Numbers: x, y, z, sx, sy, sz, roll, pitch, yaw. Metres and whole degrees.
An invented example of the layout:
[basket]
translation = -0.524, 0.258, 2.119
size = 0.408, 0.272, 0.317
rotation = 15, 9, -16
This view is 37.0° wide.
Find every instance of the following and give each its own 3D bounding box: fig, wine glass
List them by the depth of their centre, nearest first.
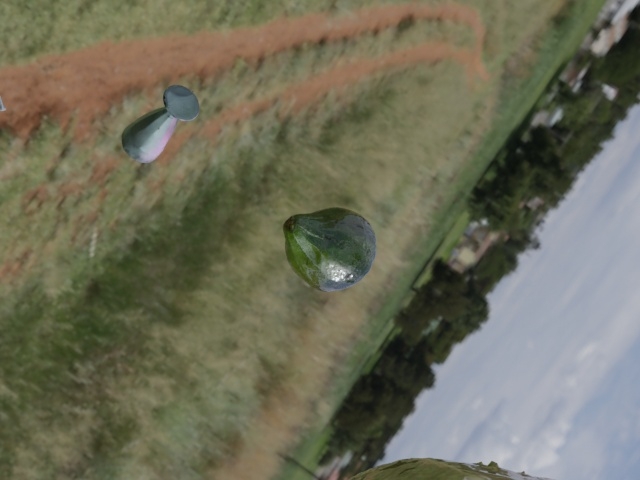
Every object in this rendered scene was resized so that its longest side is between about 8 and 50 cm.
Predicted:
[fig]
translation = 0.000, 0.000, 1.328
size = 0.123, 0.156, 0.123
rotation = -26, -136, 28
[wine glass]
translation = -0.261, -0.187, 1.552
size = 0.155, 0.073, 0.073
rotation = -30, -164, 49

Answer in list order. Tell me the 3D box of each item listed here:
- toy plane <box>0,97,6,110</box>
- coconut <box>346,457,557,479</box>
[toy plane]
translation = -0.535, -0.217, 1.357
size = 0.160, 0.234, 0.082
rotation = -12, -176, 3
[coconut]
translation = 0.131, 0.348, 0.599
size = 0.404, 0.405, 0.404
rotation = -54, 173, -10
